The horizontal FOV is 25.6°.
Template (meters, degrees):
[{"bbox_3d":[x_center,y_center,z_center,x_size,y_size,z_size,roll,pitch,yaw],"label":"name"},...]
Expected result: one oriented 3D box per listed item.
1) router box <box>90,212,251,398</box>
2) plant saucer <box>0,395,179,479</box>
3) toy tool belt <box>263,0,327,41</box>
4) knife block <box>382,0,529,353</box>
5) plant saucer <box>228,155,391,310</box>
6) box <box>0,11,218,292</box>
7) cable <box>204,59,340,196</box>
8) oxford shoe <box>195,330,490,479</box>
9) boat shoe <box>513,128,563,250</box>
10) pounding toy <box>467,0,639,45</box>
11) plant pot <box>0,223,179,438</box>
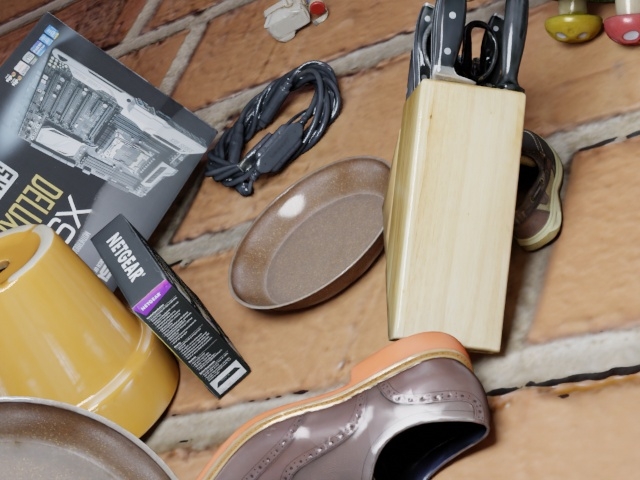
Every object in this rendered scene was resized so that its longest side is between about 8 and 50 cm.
[{"bbox_3d":[-0.146,0.060,1.347,0.046,0.133,0.179,-41,29,-3],"label":"router box"},{"bbox_3d":[-0.232,0.273,1.044,0.310,0.310,0.050,-49,-1,-16],"label":"plant saucer"},{"bbox_3d":[-0.032,-0.291,1.772,0.083,0.052,0.051,-26,41,21],"label":"toy tool belt"},{"bbox_3d":[0.114,-0.079,1.143,0.088,0.242,0.275,7,37,-4],"label":"knife block"},{"bbox_3d":[0.000,0.000,1.361,0.199,0.036,0.198,-28,33,20],"label":"plant saucer"},{"bbox_3d":[-0.286,-0.074,1.552,0.076,0.242,0.307,-47,11,50],"label":"box"},{"bbox_3d":[-0.051,-0.129,1.590,0.184,0.047,0.150,-51,27,-10],"label":"cable"},{"bbox_3d":[0.005,0.176,1.067,0.271,0.097,0.098,-36,39,10],"label":"oxford shoe"},{"bbox_3d":[0.178,-0.056,1.221,0.056,0.049,0.152,-28,32,19],"label":"boat shoe"},{"bbox_3d":[0.236,-0.233,1.323,0.237,0.110,0.183,-2,0,-2],"label":"pounding toy"},{"bbox_3d":[-0.266,0.095,1.340,0.205,0.188,0.205,-20,28,11],"label":"plant pot"}]
